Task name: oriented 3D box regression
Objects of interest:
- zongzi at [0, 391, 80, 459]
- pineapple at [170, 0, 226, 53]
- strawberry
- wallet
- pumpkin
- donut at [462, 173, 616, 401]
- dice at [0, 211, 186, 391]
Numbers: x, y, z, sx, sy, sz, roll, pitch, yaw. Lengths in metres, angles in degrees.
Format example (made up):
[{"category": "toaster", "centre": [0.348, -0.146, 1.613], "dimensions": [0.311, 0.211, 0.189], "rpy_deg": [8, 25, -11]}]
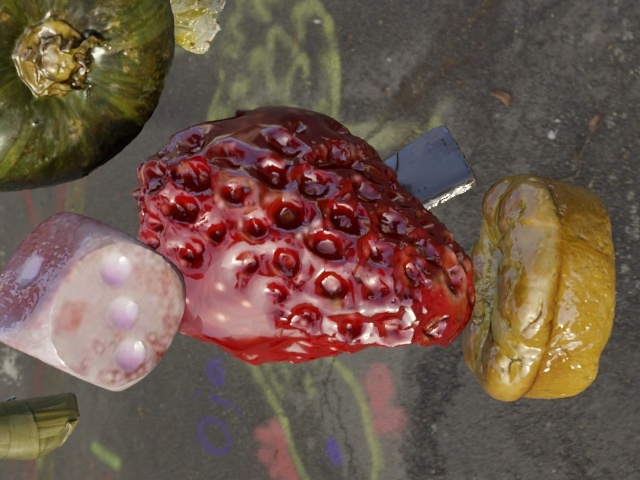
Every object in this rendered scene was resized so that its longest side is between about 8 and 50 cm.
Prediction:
[{"category": "zongzi", "centre": [-0.639, 0.399, 1.353], "dimensions": [0.256, 0.228, 0.114], "rpy_deg": [-40, 60, 38]}, {"category": "pineapple", "centre": [-0.250, -0.424, 1.158], "dimensions": [0.114, 0.186, 0.236], "rpy_deg": [53, 152, 41]}, {"category": "strawberry", "centre": [0.000, 0.000, 0.716], "dimensions": [0.345, 0.317, 0.295], "rpy_deg": [12, 75, 32]}, {"category": "wallet", "centre": [0.154, -0.102, 1.373], "dimensions": [0.310, 0.042, 0.165], "rpy_deg": [-30, 59, 17]}, {"category": "pumpkin", "centre": [-0.207, -0.141, 0.455], "dimensions": [0.157, 0.224, 0.223], "rpy_deg": [28, 106, 38]}, {"category": "donut", "centre": [0.297, 0.064, 0.947], "dimensions": [0.299, 0.150, 0.317], "rpy_deg": [-92, 8, -68]}, {"category": "dice", "centre": [-0.152, 0.040, 0.440], "dimensions": [0.094, 0.091, 0.093], "rpy_deg": [10, 67, 45]}]
